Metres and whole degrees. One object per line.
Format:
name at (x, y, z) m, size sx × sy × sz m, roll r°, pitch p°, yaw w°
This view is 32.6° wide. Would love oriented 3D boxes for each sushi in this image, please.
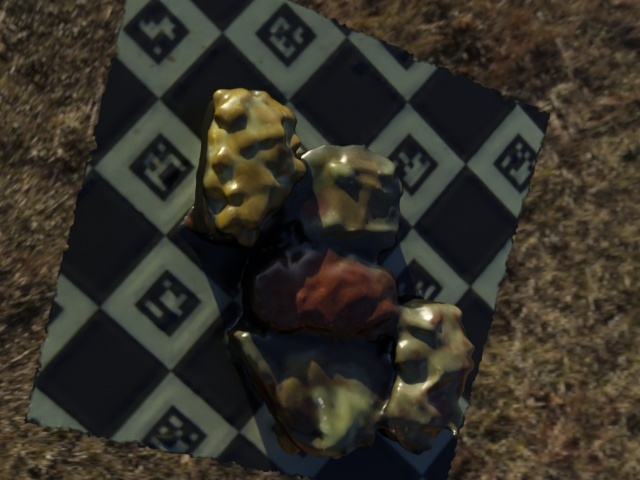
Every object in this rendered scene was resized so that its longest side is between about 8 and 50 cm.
sushi at (0.000, 0.000, 0.656) m, size 0.294 × 0.059 × 0.292 m, roll 17°, pitch 84°, yaw -19°
